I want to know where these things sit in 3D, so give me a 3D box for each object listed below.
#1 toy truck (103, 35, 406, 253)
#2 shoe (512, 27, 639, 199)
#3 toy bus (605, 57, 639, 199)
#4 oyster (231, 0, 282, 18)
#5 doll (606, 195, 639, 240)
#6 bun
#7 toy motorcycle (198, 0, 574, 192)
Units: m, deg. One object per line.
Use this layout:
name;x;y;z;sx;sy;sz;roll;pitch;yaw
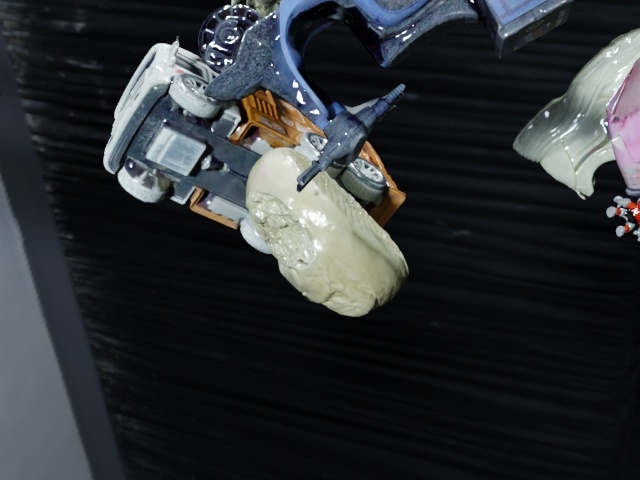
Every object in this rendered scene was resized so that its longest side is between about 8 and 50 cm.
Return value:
toy truck;-0.094;-0.120;1.270;0.173;0.387;0.207;-52;-150;25
shoe;0.554;-0.235;1.765;0.342;0.210;0.132;-47;177;19
toy bus;0.511;-0.182;1.368;0.147;0.127;0.303;61;38;-16
oyster;-0.006;-0.412;1.279;0.351;0.158;0.162;-44;-170;32
doll;0.415;-0.037;1.167;0.114;0.057;0.039;-19;131;-16
bun;0.000;0.000;1.056;0.116;0.210;0.237;-47;124;10
toy motorcycle;0.052;-0.208;0.931;0.213;0.358;0.125;61;6;8
